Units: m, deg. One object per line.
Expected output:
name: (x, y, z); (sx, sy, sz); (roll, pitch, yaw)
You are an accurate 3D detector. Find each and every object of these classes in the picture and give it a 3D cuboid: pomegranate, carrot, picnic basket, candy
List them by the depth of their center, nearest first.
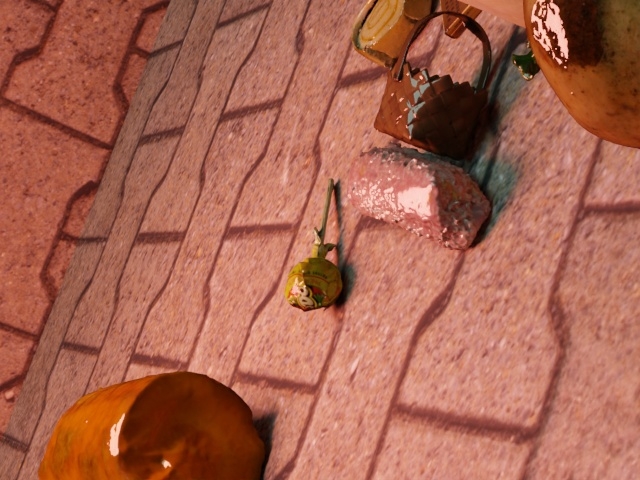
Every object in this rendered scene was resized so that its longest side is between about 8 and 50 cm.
pomegranate: (0.315, -0.216, 1.146); (0.281, 0.281, 0.281); (-45, 31, 38)
picnic basket: (0.153, -0.203, 1.634); (0.138, 0.128, 0.178); (31, 99, 62)
carrot: (-0.243, 0.316, 1.845); (0.341, 0.241, 0.241); (-21, 50, 54)
candy: (0.002, 0.002, 1.854); (0.262, 0.077, 0.073); (-80, 5, -47)

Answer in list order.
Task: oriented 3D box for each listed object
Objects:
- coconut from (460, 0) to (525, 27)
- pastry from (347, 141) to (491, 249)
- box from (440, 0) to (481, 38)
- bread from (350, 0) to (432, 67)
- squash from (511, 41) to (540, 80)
coconut: (0.225, -0.367, 1.523); (0.202, 0.222, 0.202); (-50, 30, 43)
pastry: (0.110, -0.065, 1.623); (0.265, 0.112, 0.103); (32, 105, 66)
box: (0.214, -0.352, 1.774); (0.133, 0.023, 0.090); (-48, 31, 35)
bread: (0.110, -0.336, 1.922); (0.156, 0.064, 0.117); (-46, 35, 35)
squash: (0.339, -0.310, 1.389); (0.378, 0.101, 0.101); (-45, 31, 34)
